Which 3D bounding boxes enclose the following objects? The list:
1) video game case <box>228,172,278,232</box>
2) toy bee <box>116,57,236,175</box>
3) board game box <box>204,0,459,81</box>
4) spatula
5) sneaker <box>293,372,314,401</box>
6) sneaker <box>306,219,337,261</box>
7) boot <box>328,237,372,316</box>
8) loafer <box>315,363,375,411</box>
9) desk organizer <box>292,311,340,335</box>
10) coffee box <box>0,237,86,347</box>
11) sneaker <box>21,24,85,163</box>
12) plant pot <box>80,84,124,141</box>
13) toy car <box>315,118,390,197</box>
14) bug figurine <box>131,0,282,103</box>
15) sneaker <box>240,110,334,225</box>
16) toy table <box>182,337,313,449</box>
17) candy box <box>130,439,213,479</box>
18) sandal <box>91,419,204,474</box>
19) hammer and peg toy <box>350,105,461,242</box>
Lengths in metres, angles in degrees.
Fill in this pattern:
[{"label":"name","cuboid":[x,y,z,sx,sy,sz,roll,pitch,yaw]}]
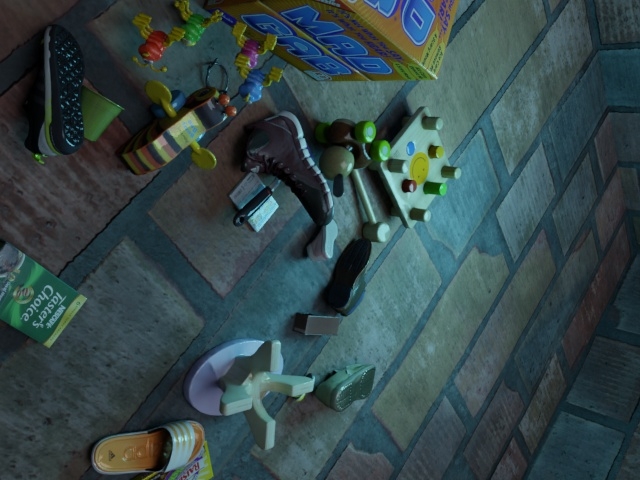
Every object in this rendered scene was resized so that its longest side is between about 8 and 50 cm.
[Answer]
[{"label":"video game case","cuboid":[-0.153,-0.090,1.406,0.087,0.011,0.122,-53,132,-23]},{"label":"toy bee","cuboid":[-0.248,-0.244,1.163,0.195,0.162,0.299,32,77,-43]},{"label":"board game box","cuboid":[0.049,-0.565,1.247,0.356,0.356,0.357,19,85,-46]},{"label":"spatula","cuboid":[-0.110,-0.131,1.411,0.296,0.030,0.084,-53,132,-36]},{"label":"sneaker","cuboid":[-0.046,0.385,1.619,0.083,0.031,0.035,-56,133,-20]},{"label":"sneaker","cuboid":[0.000,0.000,1.566,0.051,0.070,0.134,47,37,-32]},{"label":"boot","cuboid":[0.087,0.104,1.675,0.219,0.082,0.106,-63,157,-20]},{"label":"loafer","cuboid":[0.075,0.397,1.709,0.268,0.091,0.102,-2,103,-62]},{"label":"desk organizer","cuboid":[-0.008,0.220,1.607,0.130,0.047,0.050,11,89,-47]},{"label":"coffee box","cuboid":[-0.511,0.094,1.060,0.113,0.040,0.184,-56,133,-20]},{"label":"sneaker","cuboid":[-0.453,-0.244,1.005,0.084,0.097,0.235,39,44,-70]},{"label":"plant pot","cuboid":[-0.401,-0.219,1.077,0.083,0.083,0.079,28,92,-46]},{"label":"toy car","cuboid":[0.051,-0.183,1.477,0.149,0.154,0.189,43,64,-42]},{"label":"bug figurine","cuboid":[-0.202,-0.354,1.151,0.216,0.278,0.072,-73,-174,-46]},{"label":"sneaker","cuboid":[-0.091,-0.143,1.356,0.162,0.106,0.282,-19,79,-29]},{"label":"toy table","cuboid":[-0.155,0.329,1.401,0.274,0.160,0.253,-19,113,-41]},{"label":"candy box","cuboid":[-0.335,0.535,1.362,0.205,0.027,0.105,-23,118,-40]},{"label":"sandal","cuboid":[-0.340,0.441,1.279,0.265,0.076,0.102,5,75,-46]},{"label":"hammer and peg toy","cuboid":[0.238,-0.171,1.704,0.361,0.127,0.266,-50,131,-25]}]
